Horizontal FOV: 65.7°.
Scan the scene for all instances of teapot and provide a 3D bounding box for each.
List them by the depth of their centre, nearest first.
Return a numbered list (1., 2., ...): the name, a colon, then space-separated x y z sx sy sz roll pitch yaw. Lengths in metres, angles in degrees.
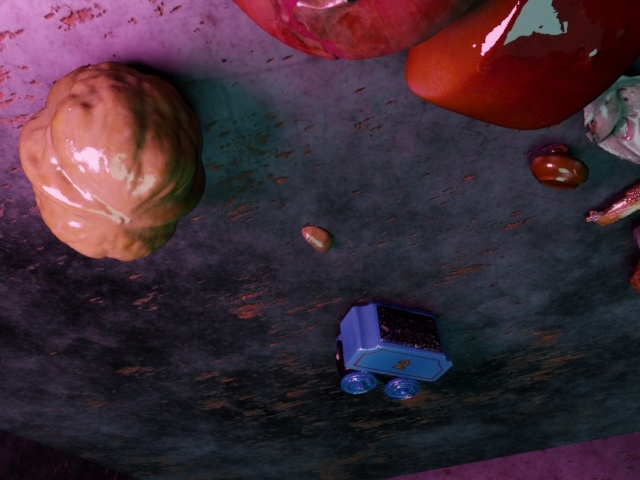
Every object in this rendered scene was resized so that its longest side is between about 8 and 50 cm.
1. teapot: 0.474 -0.146 0.973 0.129 0.078 0.098 13 178 -33

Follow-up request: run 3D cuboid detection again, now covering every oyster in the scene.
1. oyster: 0.587 -0.213 0.887 0.252 0.087 0.199 6 149 -1

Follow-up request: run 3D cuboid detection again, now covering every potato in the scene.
1. potato: 0.001 0.000 1.116 0.037 0.036 0.093 -32 132 32

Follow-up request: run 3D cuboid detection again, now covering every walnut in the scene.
1. walnut: -0.308 -0.123 0.767 0.282 0.277 0.253 -35 137 16

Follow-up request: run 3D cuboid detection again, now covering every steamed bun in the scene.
1. steamed bun: 0.277 -0.306 0.624 0.234 0.248 0.379 12 138 -18

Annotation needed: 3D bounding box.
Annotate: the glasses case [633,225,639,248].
1. glasses case: 0.878 -0.042 1.087 0.323 0.074 0.131 -34 95 28

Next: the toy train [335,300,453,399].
1. toy train: 0.200 0.312 1.395 0.300 0.188 0.265 13 132 -18

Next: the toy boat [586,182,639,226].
1. toy boat: 0.661 -0.077 1.089 0.149 0.049 0.047 -37 173 38

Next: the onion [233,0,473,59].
1. onion: 0.035 -0.361 0.489 0.353 0.354 0.354 -3 140 -2

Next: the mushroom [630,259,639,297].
1. mushroom: 0.899 0.101 1.247 0.231 0.138 0.194 30 128 -34
